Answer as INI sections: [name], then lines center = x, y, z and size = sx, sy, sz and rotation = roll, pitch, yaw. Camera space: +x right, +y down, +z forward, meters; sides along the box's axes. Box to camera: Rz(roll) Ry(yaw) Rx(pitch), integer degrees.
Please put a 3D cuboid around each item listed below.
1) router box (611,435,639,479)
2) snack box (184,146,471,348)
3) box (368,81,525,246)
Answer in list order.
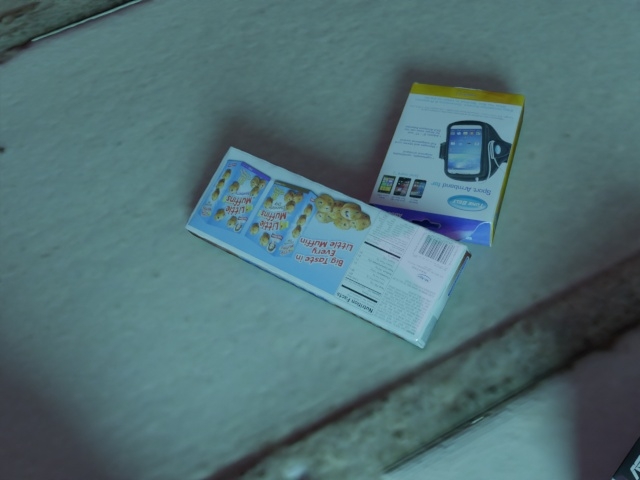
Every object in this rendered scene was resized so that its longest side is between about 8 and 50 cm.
[router box]
center = 0.175, 0.096, 0.410
size = 0.038, 0.092, 0.122
rotation = 30, 60, 29
[snack box]
center = 0.000, 0.000, 0.551
size = 0.178, 0.022, 0.064
rotation = 25, 82, 26
[box]
center = 0.084, -0.048, 0.591
size = 0.081, 0.028, 0.136
rotation = 10, 55, 17
